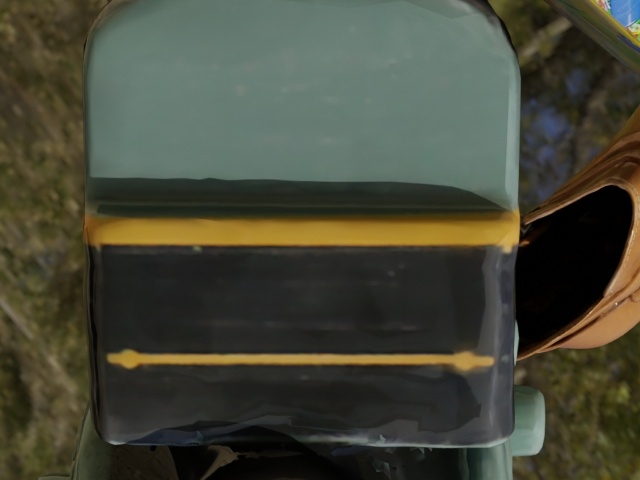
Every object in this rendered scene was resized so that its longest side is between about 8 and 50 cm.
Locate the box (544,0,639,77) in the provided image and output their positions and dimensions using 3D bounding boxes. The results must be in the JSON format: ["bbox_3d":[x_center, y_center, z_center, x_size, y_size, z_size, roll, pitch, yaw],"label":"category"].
[{"bbox_3d":[0.133,-0.215,0.811,0.177,0.279,0.290,-51,-133,10],"label":"box"}]

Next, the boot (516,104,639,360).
[{"bbox_3d":[0.200,-0.053,0.974,0.283,0.109,0.220,-55,161,23],"label":"boot"}]

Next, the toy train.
[{"bbox_3d":[0.000,0.000,0.506,0.142,0.190,0.334,2,-167,3],"label":"toy train"}]

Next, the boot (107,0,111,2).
[{"bbox_3d":[-0.089,-0.260,1.352,0.131,0.348,0.260,-24,160,-33],"label":"boot"}]
